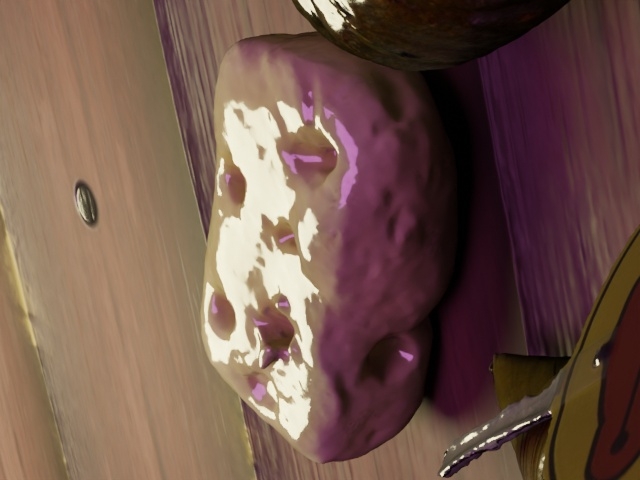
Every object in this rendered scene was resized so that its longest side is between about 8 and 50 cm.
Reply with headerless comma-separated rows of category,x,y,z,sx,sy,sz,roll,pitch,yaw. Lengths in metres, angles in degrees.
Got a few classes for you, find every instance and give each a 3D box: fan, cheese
fan,0.138,0.037,0.770,0.011,0.229,0.335,33,144,-11
cheese,-0.002,0.000,1.064,0.159,0.093,0.263,43,138,36

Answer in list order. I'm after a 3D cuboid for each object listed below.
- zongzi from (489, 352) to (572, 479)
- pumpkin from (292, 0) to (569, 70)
zongzi,0.170,0.062,0.812,0.300,0.138,0.286,-121,36,-46
pumpkin,0.037,-0.182,0.843,0.223,0.157,0.223,53,154,41
